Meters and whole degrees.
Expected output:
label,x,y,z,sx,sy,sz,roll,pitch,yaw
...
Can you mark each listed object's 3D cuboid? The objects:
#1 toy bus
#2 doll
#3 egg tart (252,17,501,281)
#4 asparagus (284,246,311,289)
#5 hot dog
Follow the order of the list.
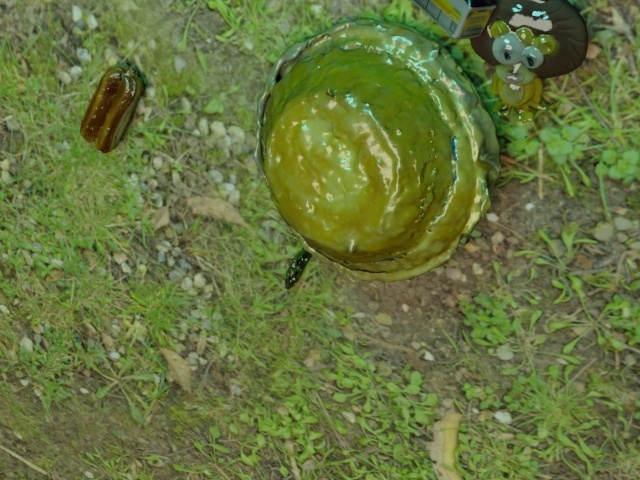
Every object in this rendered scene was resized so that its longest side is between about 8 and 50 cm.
label,x,y,z,sx,sy,sz,roll,pitch,yaw
toy bus,0.143,-0.320,1.187,0.172,0.057,0.072,49,136,32
doll,0.266,-0.230,1.201,0.145,0.096,0.188,2,128,34
egg tart,0.055,-0.109,1.316,0.388,0.169,0.388,11,114,28
asparagus,0.001,0.000,1.501,0.034,0.027,0.236,48,127,8
hot dog,-0.335,-0.213,1.530,0.071,0.045,0.165,39,127,3
